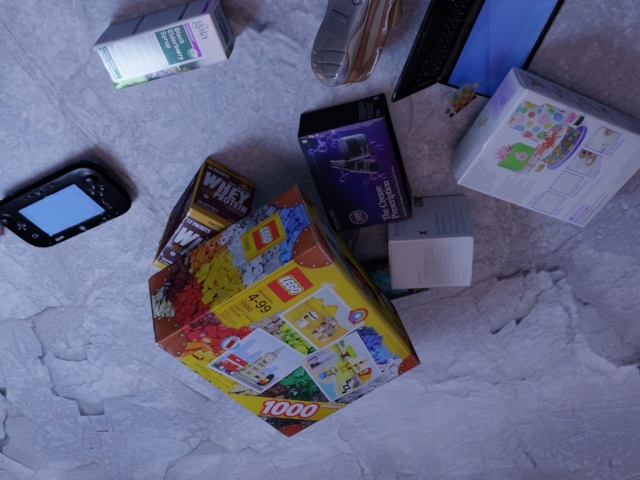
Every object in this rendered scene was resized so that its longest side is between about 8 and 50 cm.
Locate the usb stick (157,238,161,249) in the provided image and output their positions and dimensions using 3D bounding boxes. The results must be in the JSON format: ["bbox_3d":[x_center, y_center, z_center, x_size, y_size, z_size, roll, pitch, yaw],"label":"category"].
[{"bbox_3d":[-0.270,0.056,1.621,0.278,0.045,0.077,18,129,-12],"label":"usb stick"}]

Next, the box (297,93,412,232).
[{"bbox_3d":[0.078,-0.156,1.381,0.184,0.103,0.261,-10,129,16],"label":"box"}]

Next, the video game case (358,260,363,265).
[{"bbox_3d":[0.046,0.173,1.715,0.196,0.026,0.274,-10,129,12],"label":"video game case"}]

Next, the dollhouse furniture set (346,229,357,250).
[{"bbox_3d":[0.000,0.000,1.509,0.151,0.144,0.123,19,126,6],"label":"dollhouse furniture set"}]

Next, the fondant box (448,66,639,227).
[{"bbox_3d":[0.467,-0.179,1.318,0.330,0.096,0.238,16,130,-19],"label":"fondant box"}]

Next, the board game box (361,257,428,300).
[{"bbox_3d":[0.171,0.098,1.622,0.186,0.026,0.126,-15,128,4],"label":"board game box"}]

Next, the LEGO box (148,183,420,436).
[{"bbox_3d":[-0.062,0.177,1.406,0.372,0.193,0.500,-32,134,9],"label":"LEGO box"}]

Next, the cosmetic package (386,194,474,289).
[{"bbox_3d":[0.243,0.004,1.473,0.183,0.151,0.151,-3,130,5],"label":"cosmetic package"}]

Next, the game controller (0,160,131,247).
[{"bbox_3d":[-0.599,-0.078,1.513,0.319,0.067,0.166,-20,126,21],"label":"game controller"}]

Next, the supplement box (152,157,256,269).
[{"bbox_3d":[-0.255,-0.038,1.441,0.129,0.191,0.194,28,126,-19],"label":"supplement box"}]

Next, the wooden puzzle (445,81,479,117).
[{"bbox_3d":[0.268,-0.271,1.236,0.083,0.006,0.049,-39,143,11],"label":"wooden puzzle"}]

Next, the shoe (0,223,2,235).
[{"bbox_3d":[-0.861,-0.036,1.567,0.177,0.063,0.081,13,125,-13],"label":"shoe"}]

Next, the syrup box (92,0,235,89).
[{"bbox_3d":[-0.289,-0.371,1.220,0.236,0.096,0.093,-10,129,14],"label":"syrup box"}]

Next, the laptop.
[{"bbox_3d":[0.283,-0.348,1.174,0.136,0.264,0.234,38,132,20],"label":"laptop"}]

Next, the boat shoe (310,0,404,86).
[{"bbox_3d":[0.086,-0.426,1.151,0.116,0.123,0.324,-4,131,-39],"label":"boat shoe"}]
